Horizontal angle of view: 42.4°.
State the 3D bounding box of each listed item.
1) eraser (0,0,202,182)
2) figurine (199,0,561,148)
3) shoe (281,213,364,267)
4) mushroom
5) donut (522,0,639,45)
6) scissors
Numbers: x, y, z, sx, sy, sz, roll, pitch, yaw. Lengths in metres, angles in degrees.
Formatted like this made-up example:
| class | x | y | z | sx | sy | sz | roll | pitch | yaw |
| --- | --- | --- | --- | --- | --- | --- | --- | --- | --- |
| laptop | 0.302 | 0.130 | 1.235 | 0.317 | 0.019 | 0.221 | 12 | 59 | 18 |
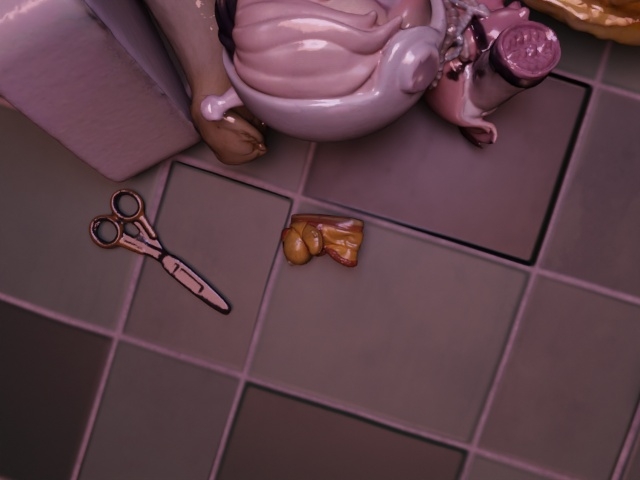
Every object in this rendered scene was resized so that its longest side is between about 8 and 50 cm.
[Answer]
| class | x | y | z | sx | sy | sz | roll | pitch | yaw |
| --- | --- | --- | --- | --- | --- | --- | --- | --- | --- |
| eraser | -0.290 | -0.240 | 0.948 | 0.150 | 0.331 | 0.331 | -26 | 90 | 6 |
| figurine | 0.062 | -0.207 | 0.904 | 0.361 | 0.253 | 0.211 | 2 | 111 | -27 |
| shoe | 0.001 | 0.000 | 1.050 | 0.109 | 0.072 | 0.069 | 0 | 87 | 5 |
| mushroom | -0.154 | -0.284 | 1.006 | 0.126 | 0.177 | 0.397 | -24 | 95 | 23 |
| donut | 0.363 | -0.429 | 0.922 | 0.449 | 0.198 | 0.449 | 0 | 84 | -2 |
| scissors | -0.205 | 0.025 | 1.096 | 0.220 | 0.017 | 0.088 | 39 | 91 | 2 |
